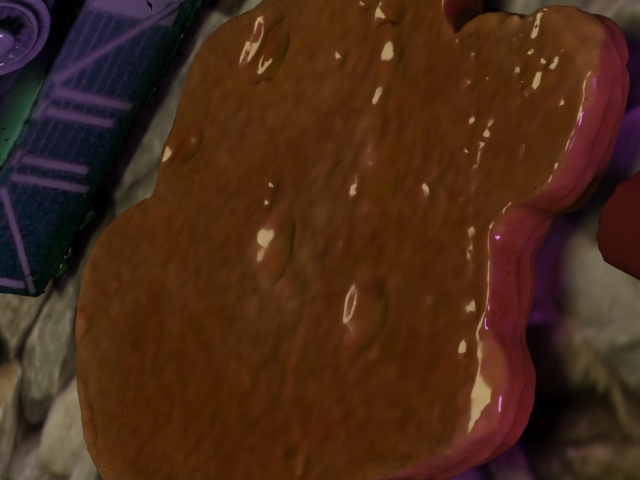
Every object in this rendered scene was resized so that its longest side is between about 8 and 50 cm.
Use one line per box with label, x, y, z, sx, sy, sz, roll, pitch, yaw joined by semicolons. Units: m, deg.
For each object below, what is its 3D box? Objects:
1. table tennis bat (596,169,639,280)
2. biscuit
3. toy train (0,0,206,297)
table tennis bat;0.204;0.050;0.609;0.310;0.038;0.200;36;109;48
biscuit;0.003;0.001;0.862;0.376;0.051;0.269;-31;57;43
toy train;-0.178;-0.084;1.025;0.269;0.154;0.115;-59;42;25
